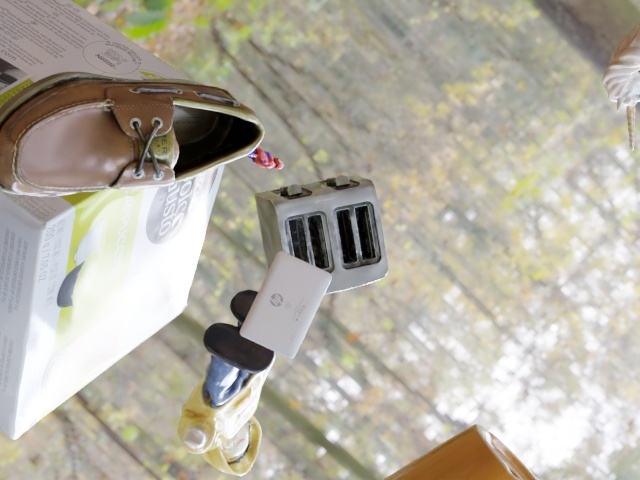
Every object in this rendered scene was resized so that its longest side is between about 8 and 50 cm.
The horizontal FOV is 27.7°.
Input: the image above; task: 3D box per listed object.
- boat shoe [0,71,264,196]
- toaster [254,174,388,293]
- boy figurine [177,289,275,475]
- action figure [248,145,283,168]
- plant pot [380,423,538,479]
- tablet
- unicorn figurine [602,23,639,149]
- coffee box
[{"bbox_3d":[-0.177,-0.103,1.232,0.104,0.110,0.307,18,-154,33],"label":"boat shoe"},{"bbox_3d":[0.000,0.000,1.937,0.168,0.185,0.110,-11,-173,-17],"label":"toaster"},{"bbox_3d":[-0.105,0.186,1.499,0.177,0.092,0.285,-51,164,-40],"label":"boy figurine"},{"bbox_3d":[-0.091,-0.114,1.598,0.038,0.115,0.030,7,-107,54],"label":"action figure"},{"bbox_3d":[0.138,0.300,1.353,0.188,0.205,0.205,-45,-170,7],"label":"plant pot"},{"bbox_3d":[-0.031,0.057,1.146,0.006,0.054,0.083,74,41,-80],"label":"tablet"},{"bbox_3d":[0.235,-0.137,0.831,0.111,0.060,0.162,-32,162,-1],"label":"unicorn figurine"},{"bbox_3d":[-0.350,-0.050,1.528,0.334,0.338,0.337,-37,155,-47],"label":"coffee box"}]
